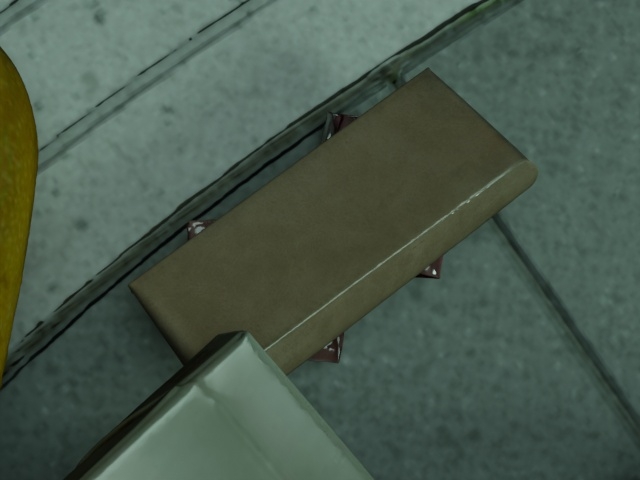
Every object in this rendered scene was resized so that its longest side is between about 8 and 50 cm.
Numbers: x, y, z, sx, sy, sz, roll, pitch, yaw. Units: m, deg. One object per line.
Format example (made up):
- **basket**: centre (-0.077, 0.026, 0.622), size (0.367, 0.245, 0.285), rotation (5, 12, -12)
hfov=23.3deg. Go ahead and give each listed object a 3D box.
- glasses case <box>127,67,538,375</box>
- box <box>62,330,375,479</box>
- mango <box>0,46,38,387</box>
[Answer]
- **glasses case**: centre (0.000, 0.000, 0.759), size (0.193, 0.070, 0.102), rotation (-37, 61, -13)
- **box**: centre (-0.101, 0.231, 0.629), size (0.365, 0.051, 0.205), rotation (-43, 98, -16)
- **mango**: centre (-0.183, 0.021, 0.658), size (0.108, 0.157, 0.262), rotation (12, 58, -23)
